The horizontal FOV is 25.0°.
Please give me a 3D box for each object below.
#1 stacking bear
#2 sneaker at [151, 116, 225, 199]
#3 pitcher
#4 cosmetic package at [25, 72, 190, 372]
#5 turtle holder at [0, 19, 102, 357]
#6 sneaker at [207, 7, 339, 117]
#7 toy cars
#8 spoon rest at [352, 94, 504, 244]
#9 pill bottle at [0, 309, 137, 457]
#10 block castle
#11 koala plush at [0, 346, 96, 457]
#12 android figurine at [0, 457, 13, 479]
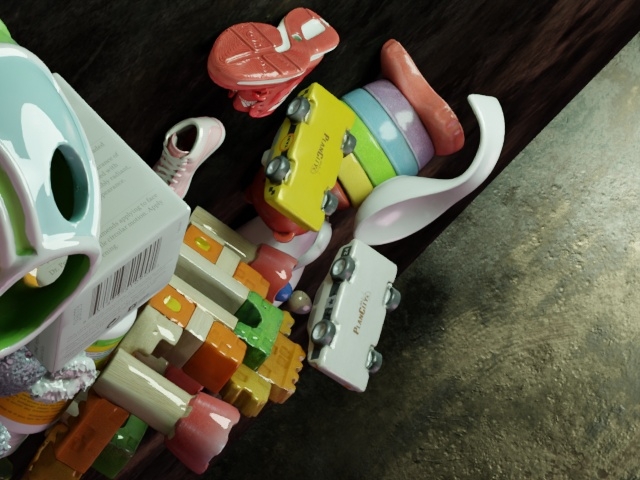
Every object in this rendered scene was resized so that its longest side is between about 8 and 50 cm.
[{"bbox_3d":[0.033,-0.113,2.000,0.289,0.175,0.164,-34,161,-5],"label":"stacking bear"},{"bbox_3d":[-0.167,-0.086,1.629,0.134,0.051,0.070,-50,166,12],"label":"sneaker"},{"bbox_3d":[-0.067,0.026,2.108,0.207,0.125,0.178,-50,-156,11],"label":"pitcher"},{"bbox_3d":[-0.238,-0.015,1.288,0.151,0.184,0.151,-38,167,-28],"label":"cosmetic package"},{"bbox_3d":[-0.273,-0.042,0.959,0.243,0.227,0.320,-42,169,-10],"label":"turtle holder"},{"bbox_3d":[-0.069,-0.171,1.579,0.221,0.087,0.128,-26,157,-54],"label":"sneaker"},{"bbox_3d":[0.000,0.000,1.852,0.176,0.394,0.087,-14,179,-44],"label":"toy cars"},{"bbox_3d":[0.146,-0.073,1.916,0.137,0.084,0.276,1,142,-44],"label":"spoon rest"},{"bbox_3d":[-0.324,0.129,1.622,0.246,0.136,0.136,-50,167,26],"label":"pill bottle"},{"bbox_3d":[-0.177,0.184,1.801,0.303,0.212,0.453,-51,-171,27],"label":"block castle"},{"bbox_3d":[-0.348,0.120,1.431,0.221,0.196,0.203,-38,179,-31],"label":"koala plush"},{"bbox_3d":[-0.532,0.397,1.967,0.273,0.056,0.248,-45,172,24],"label":"android figurine"}]
